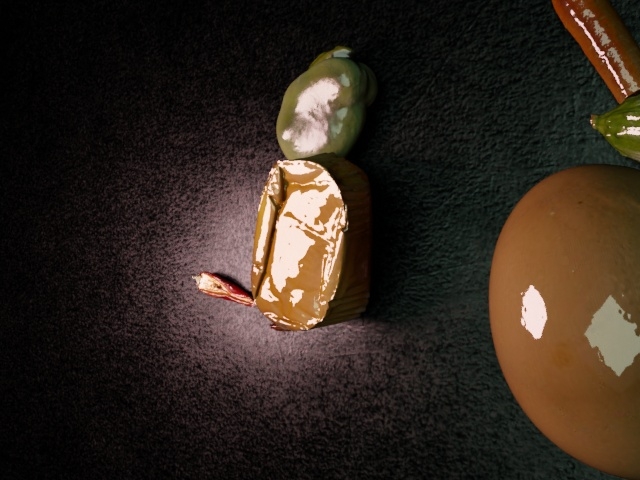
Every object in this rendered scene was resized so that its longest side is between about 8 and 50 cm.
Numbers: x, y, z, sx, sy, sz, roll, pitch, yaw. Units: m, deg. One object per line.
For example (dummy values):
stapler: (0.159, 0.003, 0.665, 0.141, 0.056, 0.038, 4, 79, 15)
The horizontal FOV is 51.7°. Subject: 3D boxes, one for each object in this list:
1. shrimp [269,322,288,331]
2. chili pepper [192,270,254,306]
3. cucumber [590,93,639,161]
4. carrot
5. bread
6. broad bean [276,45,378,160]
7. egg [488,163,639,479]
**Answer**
shrimp: (-0.084, 0.113, 1.222, 0.127, 0.025, 0.091, 38, 108, 26)
chili pepper: (-0.181, 0.097, 1.284, 0.178, 0.027, 0.045, 17, 100, 33)
cucumber: (0.463, -0.143, 0.834, 0.244, 0.134, 0.134, 11, 93, 39)
carrot: (0.388, -0.293, 0.921, 0.067, 0.067, 0.225, -33, 72, 27)
bread: (0.000, 0.000, 1.092, 0.204, 0.156, 0.288, 10, 104, 36)
broad bean: (0.004, -0.226, 1.146, 0.169, 0.100, 0.228, 30, 106, 29)
egg: (0.354, 0.088, 0.779, 0.301, 0.301, 0.374, -21, 64, 30)
